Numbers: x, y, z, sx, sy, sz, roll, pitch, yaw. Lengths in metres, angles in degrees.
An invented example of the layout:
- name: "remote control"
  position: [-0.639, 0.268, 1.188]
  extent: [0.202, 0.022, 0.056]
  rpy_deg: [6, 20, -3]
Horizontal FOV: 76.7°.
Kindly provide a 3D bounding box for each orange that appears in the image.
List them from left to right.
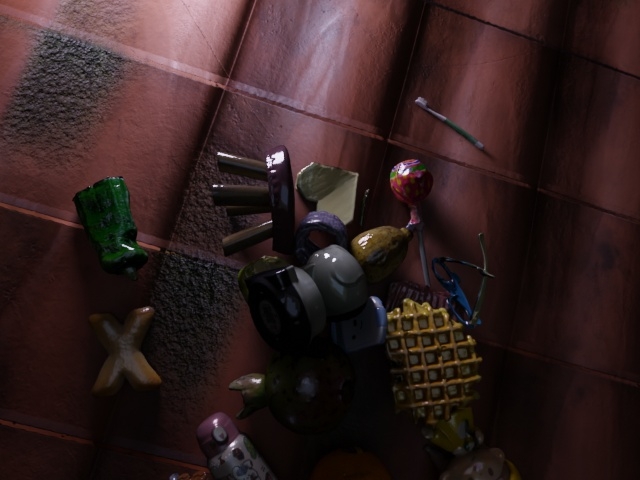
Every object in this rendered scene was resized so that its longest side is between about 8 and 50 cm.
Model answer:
- name: "orange"
  position: [0.074, 0.614, 0.970]
  extent: [0.219, 0.193, 0.219]
  rpy_deg: [4, 66, -10]

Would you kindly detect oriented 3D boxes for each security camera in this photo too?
- name: "security camera"
  position: [-0.010, 0.124, 0.948]
  extent: [0.277, 0.197, 0.191]
  rpy_deg: [-23, 93, -36]

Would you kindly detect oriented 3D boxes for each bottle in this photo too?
- name: "bottle"
  position: [-0.203, 0.538, 0.977]
  extent: [0.120, 0.120, 0.253]
  rpy_deg: [-35, 88, -11]

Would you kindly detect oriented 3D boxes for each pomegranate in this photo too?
- name: "pomegranate"
  position: [-0.056, 0.364, 0.998]
  extent: [0.306, 0.242, 0.242]
  rpy_deg: [-31, 86, 33]

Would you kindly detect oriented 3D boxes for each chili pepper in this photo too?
- name: "chili pepper"
  position: [-0.520, -0.018, 1.026]
  extent: [0.136, 0.099, 0.270]
  rpy_deg: [-23, 81, -19]

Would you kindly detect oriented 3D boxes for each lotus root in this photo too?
- name: "lotus root"
  position: [0.160, 0.029, 1.096]
  extent: [0.214, 0.138, 0.138]
  rpy_deg: [-37, 88, -6]

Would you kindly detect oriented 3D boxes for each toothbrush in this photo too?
- name: "toothbrush"
  position: [0.400, -0.359, 1.247]
  extent: [0.257, 0.018, 0.024]
  rpy_deg: [37, 72, -1]

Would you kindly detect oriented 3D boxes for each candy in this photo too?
- name: "candy"
  position: [0.279, -0.047, 1.153]
  extent: [0.124, 0.124, 0.365]
  rpy_deg: [-11, 94, -9]

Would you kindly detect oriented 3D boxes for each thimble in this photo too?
- name: "thimble"
  position: [0.002, 0.001, 1.073]
  extent: [0.150, 0.098, 0.150]
  rpy_deg: [1, 113, 2]

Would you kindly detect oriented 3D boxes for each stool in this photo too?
- name: "stool"
  position: [-0.157, -0.095, 1.003]
  extent: [0.178, 0.272, 0.272]
  rpy_deg: [-3, 82, -6]

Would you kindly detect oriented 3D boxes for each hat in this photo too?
- name: "hat"
  position: [0.274, 0.259, 1.092]
  extent: [0.236, 0.107, 0.286]
  rpy_deg: [15, 77, -4]

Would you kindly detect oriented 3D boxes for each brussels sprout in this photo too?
- name: "brussels sprout"
  position: [-0.138, 0.118, 1.050]
  extent: [0.149, 0.122, 0.152]
  rpy_deg: [-6, 83, -34]

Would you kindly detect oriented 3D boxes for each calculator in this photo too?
- name: "calculator"
  position: [0.093, 0.222, 1.036]
  extent: [0.039, 0.210, 0.121]
  rpy_deg: [15, 59, -35]

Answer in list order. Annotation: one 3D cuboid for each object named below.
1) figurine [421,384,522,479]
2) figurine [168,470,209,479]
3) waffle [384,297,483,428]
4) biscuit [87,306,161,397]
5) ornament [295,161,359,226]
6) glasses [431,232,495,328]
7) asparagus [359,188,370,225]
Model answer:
- name: "figurine"
  position: [0.379, 0.550, 1.033]
  extent: [0.215, 0.187, 0.344]
  rpy_deg: [-15, 78, -1]
- name: "figurine"
  position: [-0.228, 0.720, 0.899]
  extent: [0.186, 0.261, 0.382]
  rpy_deg: [-32, 96, -51]
- name: "waffle"
  position: [0.254, 0.301, 0.997]
  extent: [0.309, 0.065, 0.283]
  rpy_deg: [37, 85, 11]
- name: "biscuit"
  position: [-0.492, 0.278, 1.013]
  extent: [0.164, 0.047, 0.208]
  rpy_deg: [-7, 83, -8]
- name: "ornament"
  position: [0.040, -0.138, 1.147]
  extent: [0.180, 0.059, 0.201]
  rpy_deg: [-35, 90, -12]
- name: "glasses"
  position: [0.370, 0.090, 1.055]
  extent: [0.102, 0.207, 0.239]
  rpy_deg: [-2, 40, -7]
- name: "asparagus"
  position: [0.126, -0.097, 1.171]
  extent: [0.015, 0.014, 0.114]
  rpy_deg: [19, 78, -39]
